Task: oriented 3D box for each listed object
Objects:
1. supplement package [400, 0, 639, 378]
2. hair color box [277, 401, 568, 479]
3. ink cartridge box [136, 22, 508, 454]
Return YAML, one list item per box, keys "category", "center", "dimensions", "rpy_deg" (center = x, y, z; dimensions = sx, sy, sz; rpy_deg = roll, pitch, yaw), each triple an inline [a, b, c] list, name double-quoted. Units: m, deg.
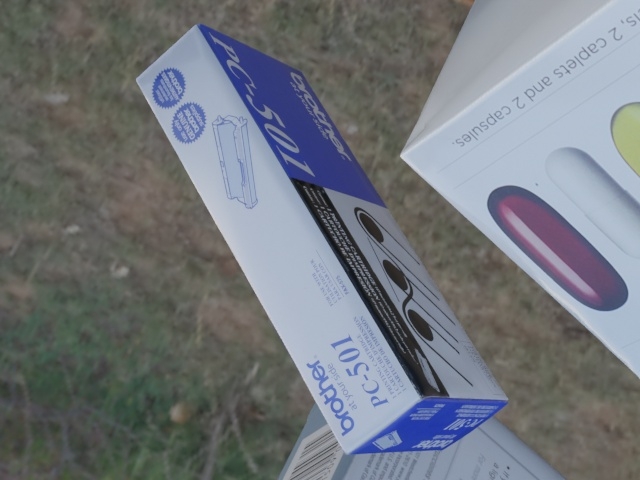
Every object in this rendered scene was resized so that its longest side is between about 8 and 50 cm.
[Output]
- category: "supplement package"
  center: [0.190, -0.103, 0.485]
  dimensions: [0.145, 0.204, 0.262]
  rpy_deg: [41, 134, -14]
- category: "hair color box"
  center: [0.132, 0.262, 0.823]
  dimensions: [0.374, 0.185, 0.113]
  rpy_deg: [41, 134, -10]
- category: "ink cartridge box"
  center: [0.000, 0.000, 0.593]
  dimensions: [0.046, 0.207, 0.097]
  rpy_deg: [-40, 155, 19]
